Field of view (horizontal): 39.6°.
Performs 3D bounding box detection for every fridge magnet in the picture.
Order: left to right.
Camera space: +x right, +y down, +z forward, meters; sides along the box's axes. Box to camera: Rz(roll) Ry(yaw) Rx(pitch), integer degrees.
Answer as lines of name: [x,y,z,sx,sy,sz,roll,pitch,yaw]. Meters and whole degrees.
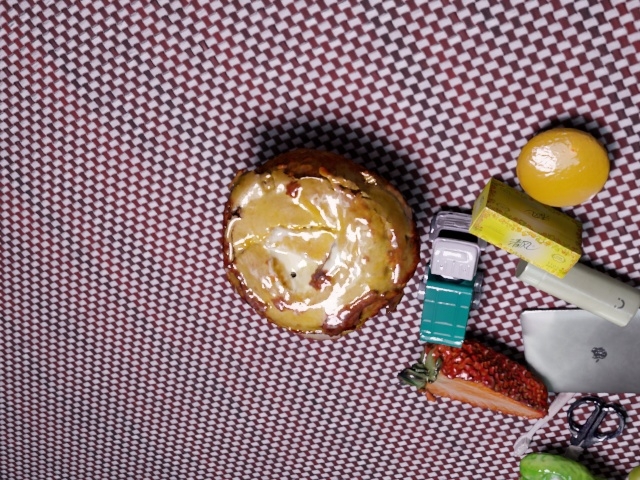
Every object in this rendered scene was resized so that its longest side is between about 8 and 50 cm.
fridge magnet: [0.380,-0.116,1.396,0.143,0.063,0.143,8,129,10]

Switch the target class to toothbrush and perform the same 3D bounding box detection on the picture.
toothbrush: [0.453,0.332,1.737,0.025,0.029,0.307,27,130,2]

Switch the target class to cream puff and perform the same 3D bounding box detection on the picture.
cream puff: [-0.001,0.005,1.506,0.351,0.228,0.350,3,103,11]

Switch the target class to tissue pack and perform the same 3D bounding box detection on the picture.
tissue pack: [0.339,-0.022,1.460,0.176,0.095,0.062,26,129,-2]

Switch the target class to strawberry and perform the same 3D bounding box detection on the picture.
strawberry: [0.290,0.251,1.675,0.286,0.106,0.188,15,158,0]

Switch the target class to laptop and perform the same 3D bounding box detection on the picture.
laptop: [0.506,0.201,1.614,0.269,0.015,0.187,-3,117,20]

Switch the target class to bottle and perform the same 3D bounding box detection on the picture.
bottle: [0.438,0.075,1.517,0.202,0.072,0.072,24,130,-1]

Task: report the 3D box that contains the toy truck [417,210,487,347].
toy truck: [0.228,0.077,1.559,0.114,0.124,0.253,9,130,9]

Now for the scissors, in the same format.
scissors: [0.513,0.419,1.790,0.109,0.022,0.300,21,130,6]

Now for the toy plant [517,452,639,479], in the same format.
toy plant: [0.546,0.514,1.763,0.316,0.184,0.224,9,140,21]
